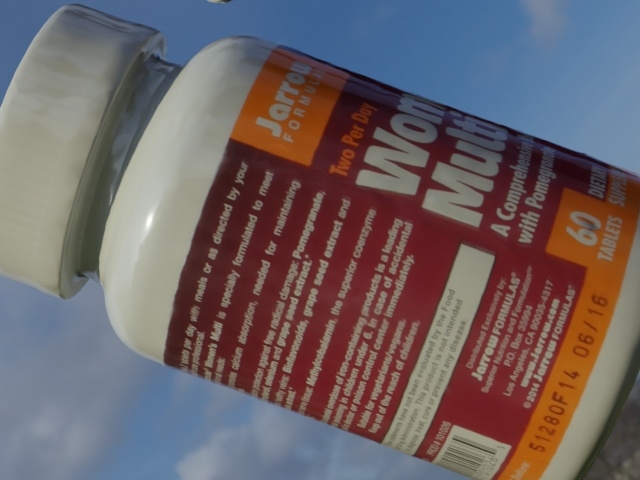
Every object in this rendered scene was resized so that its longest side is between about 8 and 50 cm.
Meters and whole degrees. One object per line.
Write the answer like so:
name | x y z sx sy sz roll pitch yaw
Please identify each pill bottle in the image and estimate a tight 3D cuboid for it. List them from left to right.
pill bottle | 0.000 0.000 0.510 0.121 0.221 0.121 20 -90 -88

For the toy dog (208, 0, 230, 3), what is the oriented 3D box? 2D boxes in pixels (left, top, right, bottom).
toy dog | -0.099 -0.353 1.085 0.161 0.333 0.220 -31 -28 -28
